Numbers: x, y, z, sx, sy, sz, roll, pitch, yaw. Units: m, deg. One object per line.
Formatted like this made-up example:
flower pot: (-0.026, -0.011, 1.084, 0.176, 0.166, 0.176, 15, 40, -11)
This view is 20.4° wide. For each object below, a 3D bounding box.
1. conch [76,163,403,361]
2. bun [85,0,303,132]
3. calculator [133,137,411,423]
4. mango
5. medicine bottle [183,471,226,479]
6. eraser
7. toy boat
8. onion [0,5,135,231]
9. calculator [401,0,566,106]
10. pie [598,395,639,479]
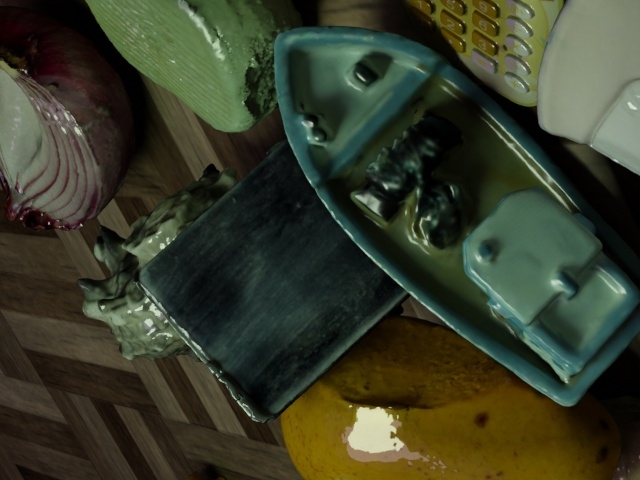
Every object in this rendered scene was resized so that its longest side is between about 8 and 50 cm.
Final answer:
conch: (-0.064, 0.011, 1.482, 0.313, 0.241, 0.186, -2, 98, 17)
bun: (-0.102, -0.196, 1.445, 0.221, 0.108, 0.221, 40, 159, 19)
calculator: (0.000, 0.000, 1.371, 0.161, 0.262, 0.021, 48, 172, 8)
mango: (0.103, 0.158, 1.406, 0.290, 0.160, 0.191, 6, 135, 33)
medicine bottle: (-0.119, 0.396, 2.140, 0.222, 0.149, 0.112, 50, 152, 5)
eraser: (0.224, -0.110, 1.093, 0.204, 0.059, 0.243, 36, 152, 29)
toy boat: (0.093, -0.033, 1.267, 0.332, 0.145, 0.133, 43, 176, 7)
onion: (-0.273, -0.119, 1.783, 0.227, 0.120, 0.283, 41, 148, 16)
calculator: (0.110, -0.189, 1.209, 0.157, 0.033, 0.236, 37, 152, 25)
pie: (0.285, 0.208, 1.395, 0.218, 0.052, 0.185, 50, 156, 9)
